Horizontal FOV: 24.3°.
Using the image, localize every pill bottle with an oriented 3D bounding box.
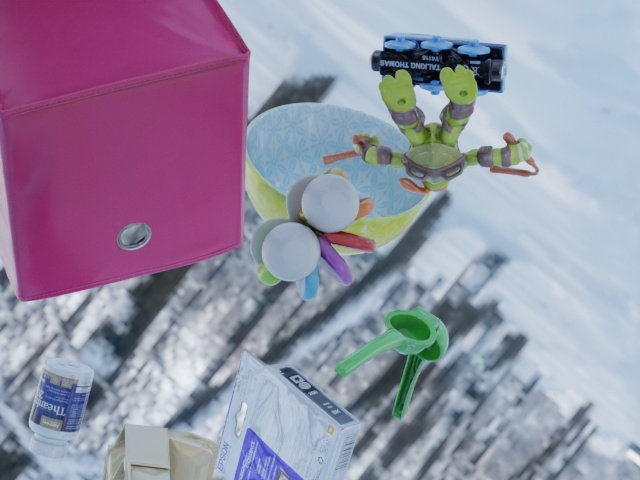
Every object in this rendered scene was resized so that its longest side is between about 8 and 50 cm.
[{"bbox_3d":[-0.339,0.217,1.918,0.067,0.120,0.067,15,-174,-2],"label":"pill bottle"}]

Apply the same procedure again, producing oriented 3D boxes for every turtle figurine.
[{"bbox_3d":[0.121,-0.114,1.755,0.270,0.087,0.217,6,152,12],"label":"turtle figurine"}]

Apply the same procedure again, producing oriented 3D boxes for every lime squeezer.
[{"bbox_3d":[0.079,0.113,1.538,0.059,0.110,0.310,51,-178,19],"label":"lime squeezer"}]

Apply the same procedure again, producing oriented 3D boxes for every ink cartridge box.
[{"bbox_3d":[-0.049,0.277,1.996,0.045,0.206,0.208,-10,-145,-42],"label":"ink cartridge box"}]

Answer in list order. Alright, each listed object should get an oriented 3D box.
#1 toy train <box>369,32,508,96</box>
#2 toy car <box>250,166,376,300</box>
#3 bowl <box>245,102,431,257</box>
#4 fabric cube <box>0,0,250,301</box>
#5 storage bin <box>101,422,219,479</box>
[{"bbox_3d":[0.159,-0.231,1.935,0.184,0.080,0.105,6,-163,19],"label":"toy train"},{"bbox_3d":[0.000,0.000,1.948,0.136,0.182,0.159,40,174,-12],"label":"toy car"},{"bbox_3d":[0.010,-0.063,2.221,0.290,0.156,0.289,10,-143,-8],"label":"bowl"},{"bbox_3d":[-0.231,-0.136,1.525,0.258,0.254,0.259,96,153,-45],"label":"fabric cube"},{"bbox_3d":[-0.173,0.365,1.523,0.123,0.260,0.262,9,-155,-12],"label":"storage bin"}]
